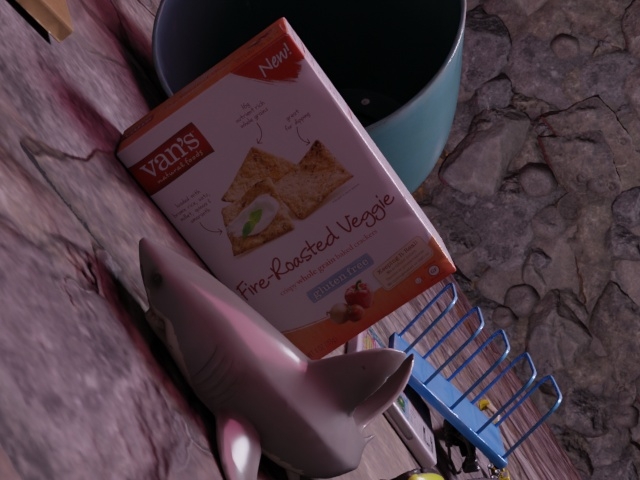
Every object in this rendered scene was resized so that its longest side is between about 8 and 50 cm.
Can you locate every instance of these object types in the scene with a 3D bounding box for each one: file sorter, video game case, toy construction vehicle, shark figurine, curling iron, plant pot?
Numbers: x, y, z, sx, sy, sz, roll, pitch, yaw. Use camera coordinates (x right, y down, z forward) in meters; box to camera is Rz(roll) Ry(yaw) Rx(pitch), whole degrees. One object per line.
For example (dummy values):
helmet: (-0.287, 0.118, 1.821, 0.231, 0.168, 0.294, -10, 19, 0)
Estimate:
file sorter: (0.171, 0.145, 1.162, 0.170, 0.104, 0.118, 43, 10, -2)
video game case: (0.075, 0.157, 1.118, 0.143, 0.019, 0.157, 54, 9, -7)
toy construction vehicle: (0.234, 0.273, 1.400, 0.098, 0.035, 0.086, -93, 166, -63)
shark figurine: (0.009, 0.098, 0.659, 0.278, 0.116, 0.166, 41, 18, -53)
curling iron: (0.176, 0.248, 1.302, 0.274, 0.035, 0.068, 38, 40, -79)
plant pot: (0.004, -0.150, 1.049, 0.293, 0.293, 0.235, 61, -6, 30)

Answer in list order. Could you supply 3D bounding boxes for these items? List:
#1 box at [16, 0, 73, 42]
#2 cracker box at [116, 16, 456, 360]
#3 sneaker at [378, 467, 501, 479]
box: (-0.264, -0.254, 0.764, 0.201, 0.021, 0.164, 48, 12, -45)
cracker box: (-0.023, -0.031, 0.805, 0.232, 0.155, 0.067, 52, 10, -20)
sneaker: (0.068, 0.216, 0.634, 0.300, 0.111, 0.121, 29, 40, -63)
